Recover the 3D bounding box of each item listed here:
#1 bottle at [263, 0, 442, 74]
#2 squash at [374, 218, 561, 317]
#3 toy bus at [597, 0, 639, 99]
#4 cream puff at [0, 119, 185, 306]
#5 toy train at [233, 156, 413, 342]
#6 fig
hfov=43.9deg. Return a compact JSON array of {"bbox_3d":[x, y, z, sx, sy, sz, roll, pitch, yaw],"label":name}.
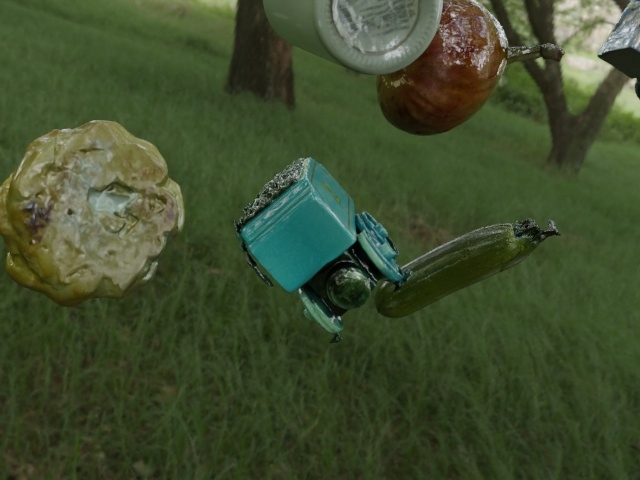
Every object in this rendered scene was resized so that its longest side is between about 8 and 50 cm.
[{"bbox_3d":[0.012,-0.210,0.686,0.104,0.104,0.245,13,15,-20],"label":"bottle"},{"bbox_3d":[0.226,0.038,1.286,0.087,0.331,0.087,39,35,-35],"label":"squash"},{"bbox_3d":[0.528,-0.203,1.012,0.329,0.136,0.109,28,1,-8],"label":"toy bus"},{"bbox_3d":[-0.417,-0.045,1.383,0.291,0.324,0.257,38,-21,-27],"label":"cream puff"},{"bbox_3d":[0.000,0.000,0.837,0.163,0.112,0.203,49,9,-11],"label":"toy train"},{"bbox_3d":[0.145,-0.213,0.901,0.202,0.149,0.148,-43,24,-31],"label":"fig"}]
